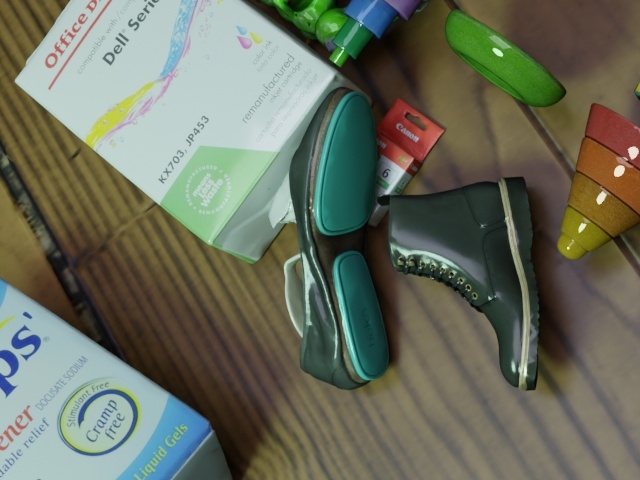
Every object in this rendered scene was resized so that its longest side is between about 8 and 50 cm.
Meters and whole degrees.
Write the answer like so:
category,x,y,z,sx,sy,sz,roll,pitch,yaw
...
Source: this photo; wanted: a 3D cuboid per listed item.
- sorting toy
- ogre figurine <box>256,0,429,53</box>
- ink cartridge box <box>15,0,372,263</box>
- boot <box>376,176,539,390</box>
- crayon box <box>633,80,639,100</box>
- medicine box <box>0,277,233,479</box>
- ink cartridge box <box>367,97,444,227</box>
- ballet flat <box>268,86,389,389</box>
category,x,y,z,sx,sy,sz,roll,pitch,yaw
sorting toy,0.154,-0.108,1.477,0.365,0.127,0.126,36,93,13
ogre figurine,0.006,-0.254,1.601,0.197,0.097,0.118,40,84,11
ink cartridge box,-0.151,-0.166,1.630,0.353,0.119,0.207,38,96,23
boot,0.125,0.043,1.492,0.137,0.077,0.198,-4,64,2
crayon box,0.433,-0.136,1.420,0.278,0.081,0.165,28,91,23
medicine box,-0.276,0.223,1.537,0.289,0.149,0.263,31,66,23
ink cartridge box,0.059,-0.077,1.581,0.063,0.029,0.115,38,95,22
ballet flat,0.000,0.000,1.536,0.096,0.095,0.280,0,93,38
